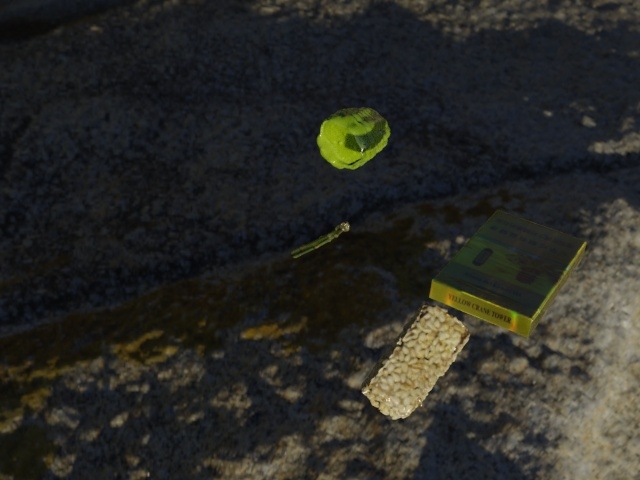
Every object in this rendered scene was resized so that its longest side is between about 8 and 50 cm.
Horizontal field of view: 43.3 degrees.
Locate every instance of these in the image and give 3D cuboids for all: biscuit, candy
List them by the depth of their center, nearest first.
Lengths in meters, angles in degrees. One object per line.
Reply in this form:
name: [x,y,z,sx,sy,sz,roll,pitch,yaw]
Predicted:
biscuit: [0.129,0.163,1.089,0.082,0.070,0.168,39,70,2]
candy: [0.066,-0.173,1.327,0.096,0.097,0.209,28,21,13]

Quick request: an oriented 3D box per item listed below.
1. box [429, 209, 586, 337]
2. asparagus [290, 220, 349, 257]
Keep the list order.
box: [0.225,0.033,0.951,0.121,0.030,0.193,22,38,25]
asparagus: [0.000,0.000,1.183,0.018,0.127,0.015,41,47,-20]
